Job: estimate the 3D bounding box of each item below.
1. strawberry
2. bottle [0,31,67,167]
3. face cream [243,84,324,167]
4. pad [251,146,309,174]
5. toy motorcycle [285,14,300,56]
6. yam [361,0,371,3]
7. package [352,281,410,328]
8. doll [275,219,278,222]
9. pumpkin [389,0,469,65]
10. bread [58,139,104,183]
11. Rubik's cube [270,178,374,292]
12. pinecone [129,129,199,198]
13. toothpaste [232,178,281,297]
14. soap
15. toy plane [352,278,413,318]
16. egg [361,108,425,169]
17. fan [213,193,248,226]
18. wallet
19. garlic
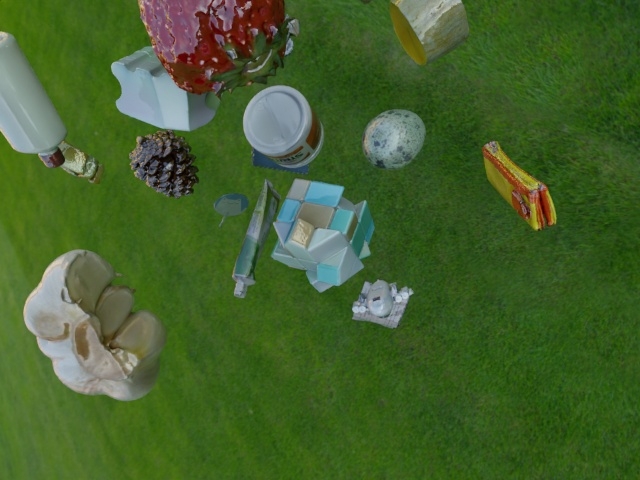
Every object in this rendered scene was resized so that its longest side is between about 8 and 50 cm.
[{"bbox_3d":[-0.189,-0.387,0.718,0.257,0.257,0.277,-38,86,36],"label":"strawberry"},{"bbox_3d":[-0.553,-0.244,0.800,0.104,0.104,0.245,36,149,34],"label":"bottle"},{"bbox_3d":[-0.104,-0.330,1.279,0.201,0.187,0.201,-1,87,13],"label":"face cream"},{"bbox_3d":[-0.159,-0.414,1.771,0.012,0.269,0.269,-7,79,55],"label":"pad"},{"bbox_3d":[-0.159,-0.734,1.444,0.130,0.094,0.229,-44,102,4],"label":"toy motorcycle"},{"bbox_3d":[0.165,-1.016,1.761,0.070,0.146,0.069,4,95,46],"label":"yam"},{"bbox_3d":[0.255,0.294,1.847,0.204,0.062,0.251,14,134,3],"label":"package"},{"bbox_3d":[-0.113,-0.063,1.865,0.161,0.130,0.290,51,165,-21],"label":"doll"},{"bbox_3d":[0.398,-0.857,1.681,0.199,0.332,0.332,-34,67,1],"label":"pumpkin"},{"bbox_3d":[-0.578,-0.190,1.004,0.156,0.117,0.064,31,81,26],"label":"bread"},{"bbox_3d":[0.000,0.000,1.038,0.224,0.265,0.213,12,68,23],"label":"Rubik's cube"},{"bbox_3d":[-0.549,-0.273,1.552,0.224,0.272,0.224,-20,43,19],"label":"pinecone"},{"bbox_3d":[-0.129,-0.003,0.879,0.047,0.078,0.248,5,68,24],"label":"toothpaste"},{"bbox_3d":[-0.340,-0.359,1.000,0.347,0.208,0.115,-104,20,-59],"label":"soap"},{"bbox_3d":[0.235,0.226,1.655,0.245,0.245,0.117,-10,106,41],"label":"toy plane"},{"bbox_3d":[0.173,-0.236,0.998,0.132,0.172,0.132,36,144,31],"label":"egg"},{"bbox_3d":[-0.304,-0.098,1.427,0.175,0.113,0.005,-51,45,41],"label":"fan"},{"bbox_3d":[0.488,-0.141,1.090,0.067,0.141,0.241,-30,41,8],"label":"wallet"},{"bbox_3d":[-0.395,0.161,0.772,0.185,0.203,0.281,-35,111,11],"label":"garlic"}]
